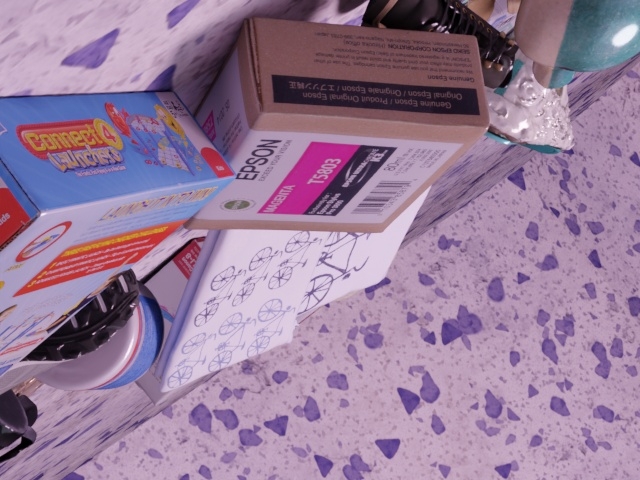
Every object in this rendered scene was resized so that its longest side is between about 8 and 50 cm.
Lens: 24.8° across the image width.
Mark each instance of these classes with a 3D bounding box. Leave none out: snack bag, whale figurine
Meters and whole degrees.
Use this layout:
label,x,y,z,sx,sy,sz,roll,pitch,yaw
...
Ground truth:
label,x,y,z,sx,sy,sz,roll,pitch,yaw
snack bag,0.000,0.000,1.503,0.342,0.037,0.323,-22,149,-39
whale figurine,0.281,-0.251,1.467,0.272,0.141,0.216,-17,124,-79

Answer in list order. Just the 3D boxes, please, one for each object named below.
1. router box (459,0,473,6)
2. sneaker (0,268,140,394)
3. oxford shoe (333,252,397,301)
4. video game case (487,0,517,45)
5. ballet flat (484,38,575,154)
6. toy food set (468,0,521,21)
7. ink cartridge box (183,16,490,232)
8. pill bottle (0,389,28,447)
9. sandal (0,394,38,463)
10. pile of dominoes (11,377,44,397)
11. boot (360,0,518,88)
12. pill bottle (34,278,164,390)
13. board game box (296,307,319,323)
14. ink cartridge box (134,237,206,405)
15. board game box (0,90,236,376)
label,x,y,z,sx,sy,sz,roll,pitch,yaw
router box,0.108,-0.226,1.356,0.092,0.038,0.122,-29,170,-48
sneaker,-0.290,0.089,1.303,0.271,0.100,0.108,-29,-178,-15
oxford shoe,0.001,-0.070,1.589,0.169,0.130,0.449,-32,158,-9
video game case,0.188,-0.229,1.786,0.300,0.036,0.329,-31,172,-42
ballet flat,0.270,-0.184,1.875,0.147,0.147,0.409,-38,175,11
toy food set,0.123,-0.226,1.495,0.192,0.038,0.132,-31,167,0
ink cartridge box,0.001,-0.085,1.195,0.193,0.088,0.235,0,159,-20
pill bottle,-0.401,0.216,1.429,0.219,0.123,0.123,-38,174,6
sandal,-0.373,0.232,1.685,0.097,0.054,0.254,-43,178,-3
pile of dominoes,-0.376,0.171,1.748,0.251,0.040,0.196,-42,177,-38
boot,0.108,-0.180,1.184,0.198,0.137,0.077,-28,143,-88
pill bottle,-0.224,0.089,1.457,0.124,0.124,0.221,-37,173,0
board game box,-0.043,0.044,2.072,0.201,0.136,0.035,-38,174,8
ink cartridge box,-0.163,0.097,1.814,0.176,0.127,0.128,-41,175,12
board game box,-0.246,0.023,1.029,0.302,0.086,0.308,-39,173,18
